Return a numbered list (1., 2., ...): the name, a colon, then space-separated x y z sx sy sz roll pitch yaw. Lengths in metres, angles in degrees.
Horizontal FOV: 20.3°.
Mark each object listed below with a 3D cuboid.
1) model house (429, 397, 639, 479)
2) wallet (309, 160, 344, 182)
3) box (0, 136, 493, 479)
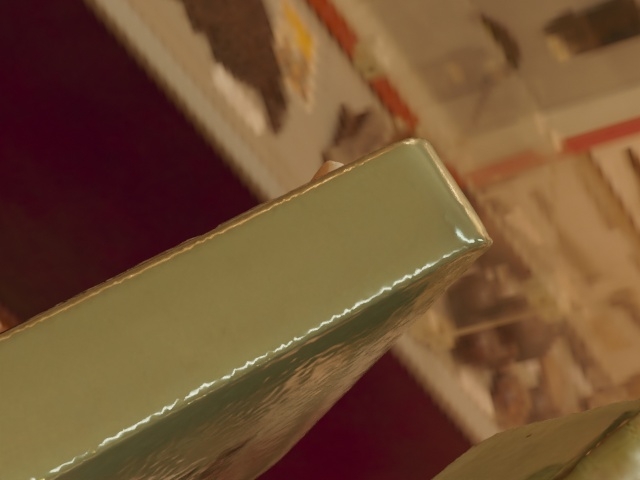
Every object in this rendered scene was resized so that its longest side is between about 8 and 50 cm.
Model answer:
1. model house: 0.142 0.295 0.996 0.267 0.194 0.325 -34 92 -29
2. wallet: 0.000 0.000 1.370 0.025 0.061 0.122 25 42 -24
3. box: -0.121 0.108 0.926 0.373 0.367 0.090 -28 78 -35
